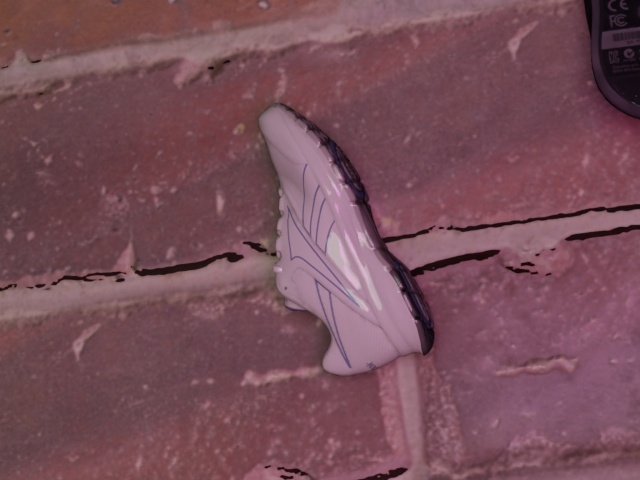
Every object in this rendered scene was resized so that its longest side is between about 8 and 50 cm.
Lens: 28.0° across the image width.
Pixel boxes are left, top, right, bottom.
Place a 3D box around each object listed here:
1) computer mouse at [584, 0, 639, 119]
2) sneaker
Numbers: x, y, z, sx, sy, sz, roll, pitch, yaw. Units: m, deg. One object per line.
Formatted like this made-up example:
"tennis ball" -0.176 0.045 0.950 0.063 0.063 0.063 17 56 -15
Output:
"computer mouse" 0.332 -0.235 1.277 0.188 0.072 0.272 -1 72 12
"sneaker" 0.000 0.000 1.291 0.129 0.111 0.297 -28 79 12
